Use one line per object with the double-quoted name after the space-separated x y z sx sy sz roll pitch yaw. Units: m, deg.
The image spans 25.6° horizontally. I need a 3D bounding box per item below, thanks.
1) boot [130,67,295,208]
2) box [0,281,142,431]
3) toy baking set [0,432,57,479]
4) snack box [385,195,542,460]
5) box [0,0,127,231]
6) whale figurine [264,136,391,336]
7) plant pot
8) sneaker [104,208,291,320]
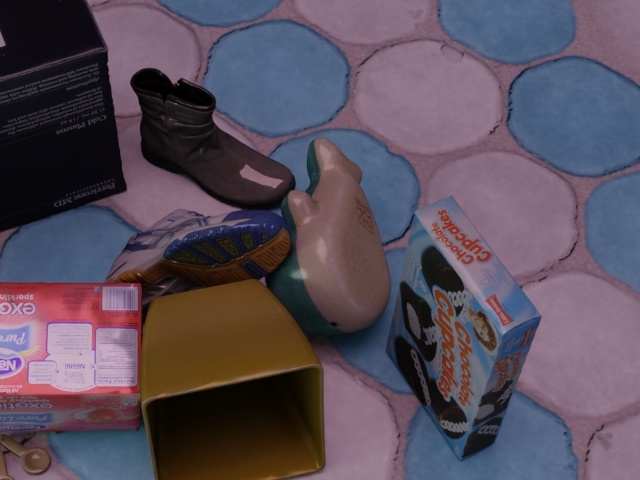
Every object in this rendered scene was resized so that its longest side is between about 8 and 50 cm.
-0.153 -0.141 1.948 0.247 0.161 0.083 21 59 11 "boot"
-0.369 0.147 1.729 0.300 0.142 0.154 0 63 -9 "box"
-0.443 0.227 1.773 0.256 0.030 0.196 4 57 0 "toy baking set"
0.164 0.113 1.698 0.060 0.322 0.187 -24 61 -19 "snack box"
-0.455 -0.167 1.864 0.343 0.312 0.179 -19 59 -15 "box"
0.000 0.000 1.863 0.141 0.216 0.272 -21 53 27 "whale figurine"
-0.120 0.170 1.730 0.212 0.212 0.187 -11 47 -9 "plant pot"
-0.161 -0.001 1.818 0.296 0.112 0.131 -18 40 31 "sneaker"
